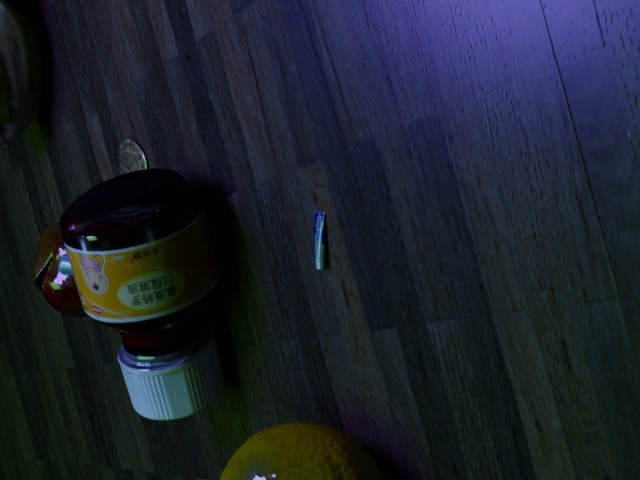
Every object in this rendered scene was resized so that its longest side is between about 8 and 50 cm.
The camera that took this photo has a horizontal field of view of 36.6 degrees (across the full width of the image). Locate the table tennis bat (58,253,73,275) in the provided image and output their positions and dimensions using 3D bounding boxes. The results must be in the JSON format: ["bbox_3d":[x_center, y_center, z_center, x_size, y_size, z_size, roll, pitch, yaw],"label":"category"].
[{"bbox_3d":[-0.379,0.063,1.804,0.237,0.038,0.149,8,84,14],"label":"table tennis bat"}]

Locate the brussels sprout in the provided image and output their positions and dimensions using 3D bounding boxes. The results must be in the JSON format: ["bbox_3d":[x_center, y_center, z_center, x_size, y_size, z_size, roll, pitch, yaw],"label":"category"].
[{"bbox_3d":[-0.740,-0.372,2.007,0.314,0.276,0.371,-24,122,30],"label":"brussels sprout"}]

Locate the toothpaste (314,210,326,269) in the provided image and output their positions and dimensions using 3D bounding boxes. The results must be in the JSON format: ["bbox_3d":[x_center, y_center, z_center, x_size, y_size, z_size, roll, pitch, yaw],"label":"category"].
[{"bbox_3d":[0.000,0.000,1.395,0.024,0.015,0.083,9,104,54],"label":"toothpaste"}]

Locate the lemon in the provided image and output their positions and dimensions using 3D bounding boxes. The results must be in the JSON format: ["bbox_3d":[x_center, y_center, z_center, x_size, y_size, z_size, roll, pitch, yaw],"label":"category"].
[{"bbox_3d":[-0.022,0.380,1.365,0.267,0.267,0.268,24,121,48],"label":"lemon"}]

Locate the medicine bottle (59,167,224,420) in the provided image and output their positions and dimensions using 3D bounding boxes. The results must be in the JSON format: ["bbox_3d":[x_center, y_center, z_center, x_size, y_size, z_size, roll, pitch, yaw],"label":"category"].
[{"bbox_3d":[-0.272,0.099,1.636,0.242,0.242,0.395,18,131,50],"label":"medicine bottle"}]

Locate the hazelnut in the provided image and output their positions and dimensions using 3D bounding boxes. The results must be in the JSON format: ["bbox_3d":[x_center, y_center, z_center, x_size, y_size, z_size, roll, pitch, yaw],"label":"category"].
[{"bbox_3d":[-0.492,0.051,1.977,0.204,0.177,0.178,53,139,36],"label":"hazelnut"}]

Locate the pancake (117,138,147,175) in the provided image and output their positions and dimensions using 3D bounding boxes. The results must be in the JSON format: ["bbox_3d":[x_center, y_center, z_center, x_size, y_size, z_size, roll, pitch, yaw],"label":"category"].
[{"bbox_3d":[-0.355,-0.137,1.831,0.115,0.011,0.115,24,121,48],"label":"pancake"}]
